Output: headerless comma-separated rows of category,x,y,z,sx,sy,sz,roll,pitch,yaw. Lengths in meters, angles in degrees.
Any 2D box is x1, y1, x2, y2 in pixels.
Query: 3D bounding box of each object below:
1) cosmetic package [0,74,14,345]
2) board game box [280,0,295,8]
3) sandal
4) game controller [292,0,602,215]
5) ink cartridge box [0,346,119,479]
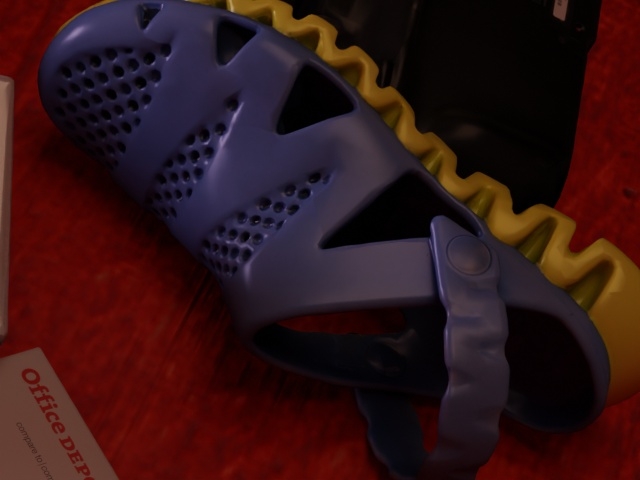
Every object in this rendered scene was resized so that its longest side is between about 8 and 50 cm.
cosmetic package,-0.242,-0.015,0.744,0.231,0.085,0.117,4,72,-19
board game box,-0.026,-0.153,1.032,0.186,0.026,0.126,10,47,-16
sandal,0.000,0.000,0.841,0.317,0.126,0.138,33,49,8
game controller,0.079,-0.156,1.018,0.166,0.067,0.319,29,55,-22
ink cartridge box,-0.146,0.101,0.725,0.122,0.052,0.088,-15,57,-36
